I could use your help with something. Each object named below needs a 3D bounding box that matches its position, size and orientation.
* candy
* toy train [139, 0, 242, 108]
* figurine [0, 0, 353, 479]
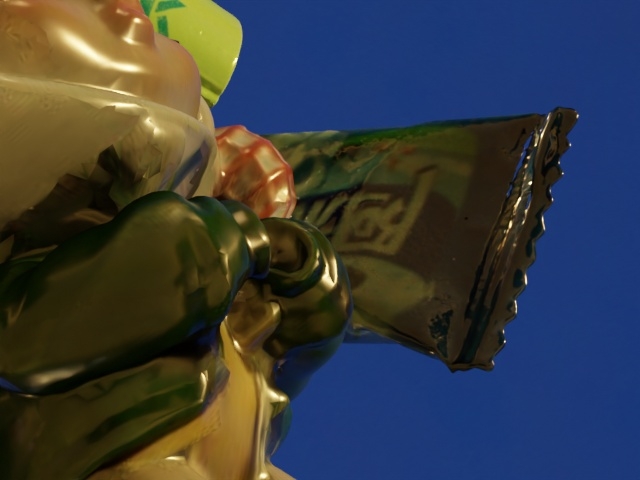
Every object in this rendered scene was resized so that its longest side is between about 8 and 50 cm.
[{"bbox_3d":[0.000,0.000,0.954,0.331,0.077,0.187,2,-116,36],"label":"candy"},{"bbox_3d":[-0.155,-0.136,0.873,0.105,0.253,0.157,-23,-136,47],"label":"toy train"},{"bbox_3d":[-0.093,0.002,0.498,0.167,0.281,0.370,-49,-115,15],"label":"figurine"}]
